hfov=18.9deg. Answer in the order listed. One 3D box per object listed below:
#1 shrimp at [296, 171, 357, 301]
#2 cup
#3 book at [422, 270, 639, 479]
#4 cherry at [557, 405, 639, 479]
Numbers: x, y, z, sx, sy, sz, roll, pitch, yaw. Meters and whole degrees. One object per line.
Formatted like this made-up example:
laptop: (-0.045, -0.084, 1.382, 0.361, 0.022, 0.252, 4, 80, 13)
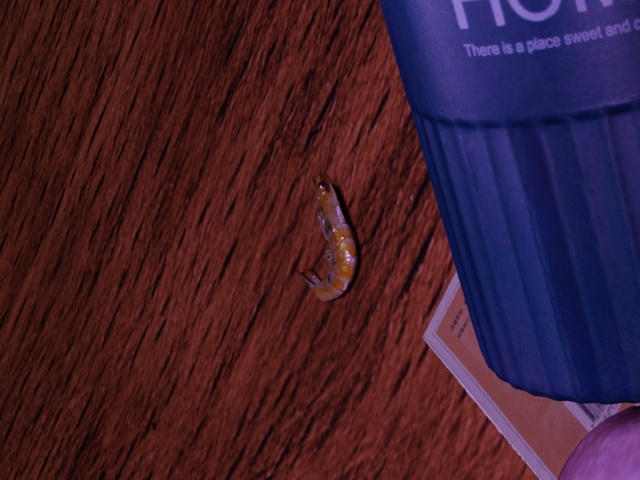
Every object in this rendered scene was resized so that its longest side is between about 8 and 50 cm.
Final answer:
shrimp: (0.000, 0.000, 1.659, 0.083, 0.023, 0.114, -48, 49, 45)
cup: (0.193, -0.093, 1.025, 0.242, 0.308, 0.292, -105, 1, -72)
book: (0.166, 0.069, 1.383, 0.242, 0.018, 0.170, 52, 125, 49)
cherry: (0.248, 0.194, 1.045, 0.261, 0.221, 0.307, -28, 77, 51)
